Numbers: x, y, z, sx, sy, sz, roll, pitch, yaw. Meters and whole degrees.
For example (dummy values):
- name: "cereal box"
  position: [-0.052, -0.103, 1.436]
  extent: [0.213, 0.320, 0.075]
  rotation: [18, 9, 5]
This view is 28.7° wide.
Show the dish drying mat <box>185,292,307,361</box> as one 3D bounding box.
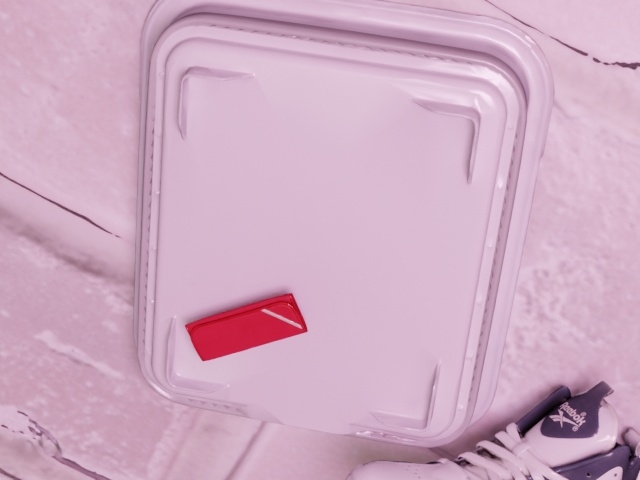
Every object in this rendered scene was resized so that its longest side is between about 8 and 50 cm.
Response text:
- name: "dish drying mat"
  position: [-0.052, 0.061, 0.870]
  extent: [0.083, 0.008, 0.032]
  rotation: [-18, 112, 18]

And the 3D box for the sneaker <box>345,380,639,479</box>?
- name: "sneaker"
  position: [0.138, 0.155, 0.883]
  extent: [0.235, 0.094, 0.153]
  rotation: [21, 107, -25]

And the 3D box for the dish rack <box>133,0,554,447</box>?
- name: "dish rack"
  position: [0.000, 0.000, 0.876]
  extent: [0.285, 0.072, 0.333]
  rotation: [9, 117, 6]
